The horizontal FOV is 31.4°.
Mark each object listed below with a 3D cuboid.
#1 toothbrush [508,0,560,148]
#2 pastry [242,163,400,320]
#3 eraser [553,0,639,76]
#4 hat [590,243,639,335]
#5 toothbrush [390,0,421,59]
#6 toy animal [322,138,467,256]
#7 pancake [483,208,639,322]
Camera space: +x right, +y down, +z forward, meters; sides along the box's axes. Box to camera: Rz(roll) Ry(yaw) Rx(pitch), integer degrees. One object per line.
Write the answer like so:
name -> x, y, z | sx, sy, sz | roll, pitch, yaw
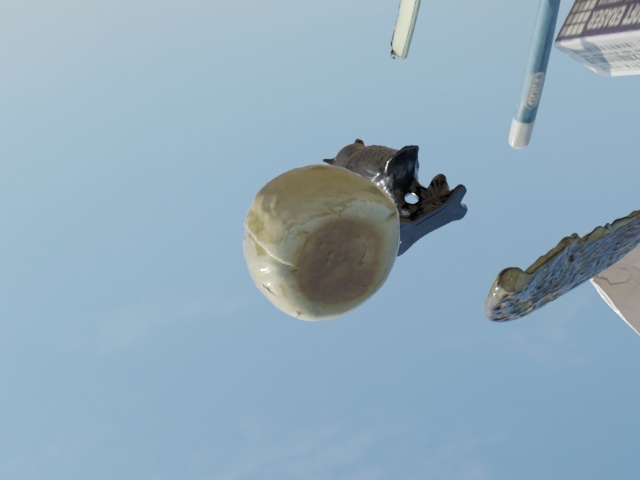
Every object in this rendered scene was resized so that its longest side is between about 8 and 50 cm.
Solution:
toothbrush -> 0.177, -0.185, 0.870 | 0.019, 0.275, 0.025 | -9, -141, -18
pastry -> 0.000, 0.000, 1.088 | 0.156, 0.156, 0.092 | -12, -144, -19
eraser -> 0.349, -0.244, 1.168 | 0.081, 0.124, 0.279 | 29, 179, -14
hat -> 0.479, 0.069, 1.642 | 0.126, 0.203, 0.203 | -41, -161, 7
toothbrush -> 0.075, -0.207, 0.879 | 0.028, 0.026, 0.294 | -29, 167, -14
toy animal -> 0.066, -0.081, 1.359 | 0.121, 0.117, 0.210 | -35, -134, -18
pancake -> 0.201, 0.007, 0.859 | 0.190, 0.184, 0.020 | -13, -116, -46
